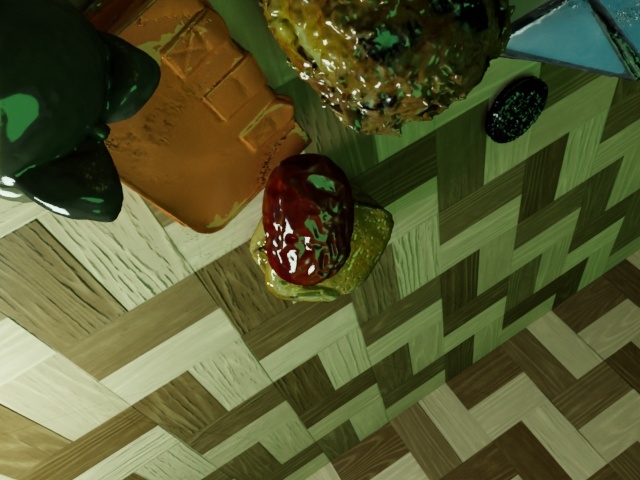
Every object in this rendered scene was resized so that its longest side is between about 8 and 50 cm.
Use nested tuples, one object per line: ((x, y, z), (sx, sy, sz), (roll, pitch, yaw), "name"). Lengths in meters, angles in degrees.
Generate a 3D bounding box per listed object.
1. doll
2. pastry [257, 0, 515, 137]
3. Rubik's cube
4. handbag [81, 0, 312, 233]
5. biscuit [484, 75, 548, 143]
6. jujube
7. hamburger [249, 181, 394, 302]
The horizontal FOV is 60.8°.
((-0.377, -0.166, 0.618), (0.382, 0.378, 0.252), (24, 79, -13), "doll")
((0.111, -0.329, 0.824), (0.405, 0.338, 0.292), (-6, 168, -31), "pastry")
((0.474, -0.493, 0.920), (0.310, 0.305, 0.307), (-55, 156, -33), "Rubik's cube")
((-0.222, -0.206, 0.890), (0.303, 0.116, 0.410), (-43, 144, 2), "handbag")
((0.507, -0.337, 1.413), (0.194, 0.053, 0.195), (-23, 142, -19), "biscuit")
((-0.023, -0.034, 1.016), (0.174, 0.174, 0.251), (-19, 121, -25), "jujube")
((0.006, -0.002, 1.246), (0.304, 0.174, 0.284), (13, 117, -47), "hamburger")
